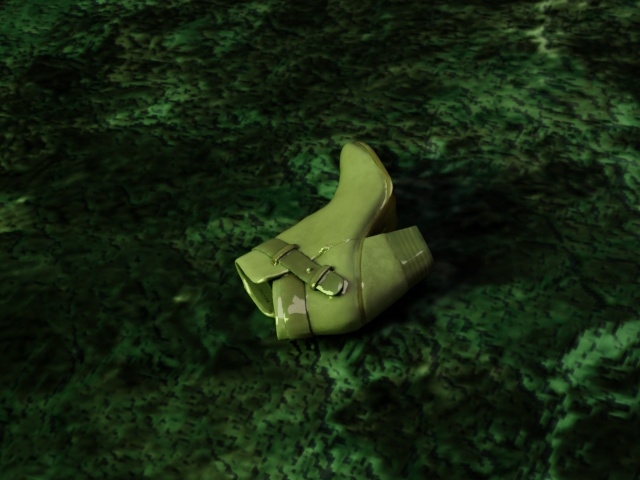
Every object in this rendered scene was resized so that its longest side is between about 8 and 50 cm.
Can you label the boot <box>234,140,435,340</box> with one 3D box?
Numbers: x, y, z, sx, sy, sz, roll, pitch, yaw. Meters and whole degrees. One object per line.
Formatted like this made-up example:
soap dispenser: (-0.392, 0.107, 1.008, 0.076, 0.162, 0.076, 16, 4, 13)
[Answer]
boot: (0.000, 0.000, 0.829, 0.087, 0.042, 0.118, -21, 39, -7)
